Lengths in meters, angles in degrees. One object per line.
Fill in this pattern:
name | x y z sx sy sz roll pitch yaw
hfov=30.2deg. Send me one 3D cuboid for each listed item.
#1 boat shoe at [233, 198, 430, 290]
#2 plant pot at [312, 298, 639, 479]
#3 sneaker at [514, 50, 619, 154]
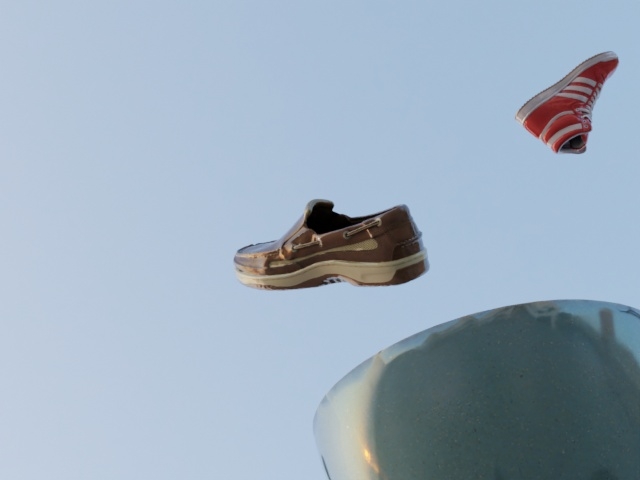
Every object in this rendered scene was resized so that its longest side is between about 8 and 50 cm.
boat shoe | 0.005 -0.003 1.328 0.257 0.095 0.095 -4 -74 35
plant pot | 0.153 0.203 0.889 0.290 0.195 0.290 -9 -33 -6
sneaker | 0.247 -0.125 1.106 0.118 0.067 0.042 -35 -24 -11
